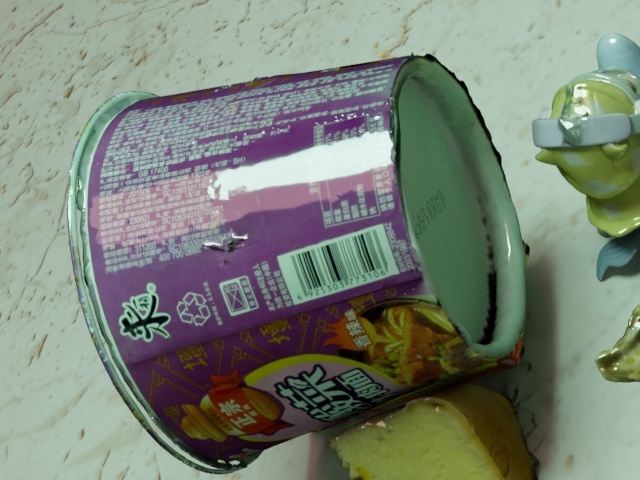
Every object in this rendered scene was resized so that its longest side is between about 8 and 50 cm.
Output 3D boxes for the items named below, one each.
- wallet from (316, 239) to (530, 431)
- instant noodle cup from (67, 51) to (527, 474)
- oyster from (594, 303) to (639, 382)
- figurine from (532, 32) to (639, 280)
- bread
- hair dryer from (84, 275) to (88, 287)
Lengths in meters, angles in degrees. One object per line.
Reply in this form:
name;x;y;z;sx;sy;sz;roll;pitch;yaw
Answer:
wallet;0.080;0.085;1.483;0.241;0.067;0.141;-22;46;34
instant noodle cup;0.000;0.000;1.343;0.266;0.340;0.340;-17;44;24
oyster;0.373;0.050;1.197;0.341;0.110;0.166;-30;44;14
figurine;0.255;-0.068;1.377;0.128;0.184;0.208;-4;94;42
bread;0.108;0.204;1.344;0.140;0.169;0.160;-26;81;24
hair dryer;-0.135;0.000;1.776;0.255;0.070;0.128;-38;35;-5
